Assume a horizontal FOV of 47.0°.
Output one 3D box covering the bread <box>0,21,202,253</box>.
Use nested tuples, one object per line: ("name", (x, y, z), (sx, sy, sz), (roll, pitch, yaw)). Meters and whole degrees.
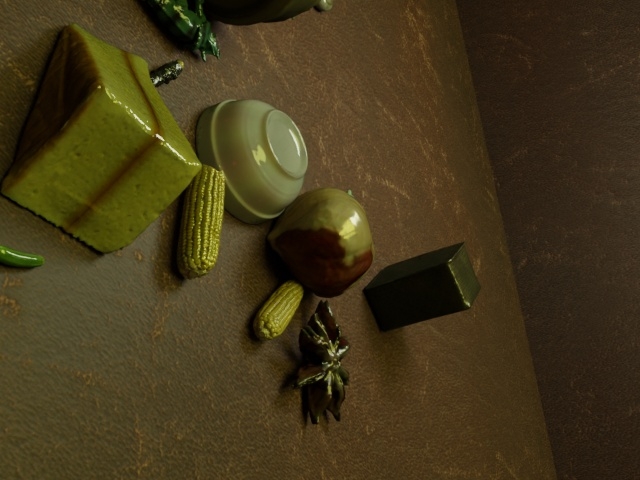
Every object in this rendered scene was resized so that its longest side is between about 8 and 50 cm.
("bread", (-0.391, -0.197, 1.277), (0.233, 0.245, 0.362), (40, 11, -41))

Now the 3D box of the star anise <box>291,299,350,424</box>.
("star anise", (0.005, 0.268, 1.641), (0.288, 0.088, 0.288), (-3, 90, -68))

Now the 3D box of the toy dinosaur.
("toy dinosaur", (-0.312, -0.497, 1.575), (0.292, 0.079, 0.120), (46, 35, -32))

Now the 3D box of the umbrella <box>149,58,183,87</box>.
("umbrella", (-0.320, -0.337, 1.498), (0.040, 0.037, 0.144), (56, 34, -15))

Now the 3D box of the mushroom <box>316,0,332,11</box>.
("mushroom", (0.017, -0.765, 2.305), (0.085, 0.079, 0.085), (37, 41, -41))

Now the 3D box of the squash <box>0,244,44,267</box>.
("squash", (-0.442, 0.026, 1.078), (0.089, 0.027, 0.027), (25, 52, -57))

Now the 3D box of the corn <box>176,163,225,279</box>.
("corn", (-0.230, -0.040, 1.429), (0.081, 0.081, 0.248), (40, 41, -43))

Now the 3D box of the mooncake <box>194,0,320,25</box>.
("mooncake", (-0.151, -0.682, 1.633), (0.394, 0.393, 0.246), (36, 27, 15))

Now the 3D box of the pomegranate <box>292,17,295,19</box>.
("pomegranate", (-0.097, -0.741, 1.858), (0.291, 0.291, 0.323), (29, 27, -51))

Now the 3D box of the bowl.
("bowl", (-0.129, -0.191, 1.635), (0.287, 0.143, 0.287), (39, 42, -46))

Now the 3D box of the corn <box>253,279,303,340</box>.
("corn", (-0.088, 0.148, 1.579), (0.067, 0.067, 0.206), (63, 27, -14))

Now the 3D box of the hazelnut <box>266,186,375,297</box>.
("hazelnut", (0.000, 0.000, 1.686), (0.261, 0.241, 0.261), (171, -90, -89))

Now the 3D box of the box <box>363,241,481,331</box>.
("box", (0.285, 0.127, 2.023), (0.143, 0.273, 0.184), (66, 29, -8))

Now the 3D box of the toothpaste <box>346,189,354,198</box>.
("toothpaste", (0.070, -0.062, 2.017), (0.057, 0.034, 0.197), (37, 45, -33))
